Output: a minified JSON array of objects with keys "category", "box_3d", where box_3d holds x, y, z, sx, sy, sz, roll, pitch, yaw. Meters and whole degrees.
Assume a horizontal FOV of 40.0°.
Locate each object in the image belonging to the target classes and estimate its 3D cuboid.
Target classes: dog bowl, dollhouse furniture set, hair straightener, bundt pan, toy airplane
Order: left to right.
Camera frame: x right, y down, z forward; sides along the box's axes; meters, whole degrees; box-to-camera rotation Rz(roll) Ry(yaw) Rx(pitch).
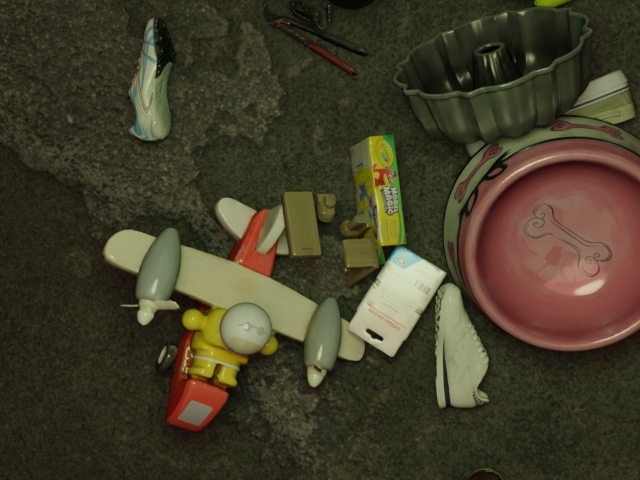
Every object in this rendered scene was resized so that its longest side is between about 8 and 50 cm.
[{"category":"toy airplane","box_3d":[-0.136,0.111,1.527,0.386,0.272,0.384,-21,103,-14]},{"category":"hair straightener","box_3d":[-0.008,-0.400,1.640,0.230,0.047,0.089,33,94,12]},{"category":"dollhouse furniture set","box_3d":[0.000,0.000,1.554,0.151,0.123,0.144,-2,73,-21]},{"category":"bundt pan","box_3d":[0.294,-0.266,1.470,0.331,0.330,0.124,-16,120,8]},{"category":"dog bowl","box_3d":[0.407,0.003,1.458,0.408,0.150,0.407,2,105,7]}]

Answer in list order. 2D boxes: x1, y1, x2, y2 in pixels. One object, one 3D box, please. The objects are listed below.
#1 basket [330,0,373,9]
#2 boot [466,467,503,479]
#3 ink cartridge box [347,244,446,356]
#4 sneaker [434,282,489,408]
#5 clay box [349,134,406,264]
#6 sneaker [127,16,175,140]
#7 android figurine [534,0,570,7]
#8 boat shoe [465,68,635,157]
[{"category":"basket","box_3d":[0.043,-0.494,1.535,0.154,0.227,0.204,-27,85,8]},{"category":"boot","box_3d":[0.235,0.506,1.500,0.090,0.207,0.248,28,93,8]},{"category":"ink cartridge box","box_3d":[0.138,0.108,1.592,0.104,0.060,0.180,32,91,8]},{"category":"sneaker","box_3d":[0.249,0.185,1.556,0.095,0.090,0.235,-2,108,9]},{"category":"clay box","box_3d":[0.103,-0.068,1.568,0.053,0.127,0.221,-7,89,-13]},{"category":"sneaker","box_3d":[-0.326,-0.306,1.665,0.086,0.085,0.237,1,86,16]},{"category":"android figurine","box_3d":[0.398,-0.508,1.484,0.273,0.248,0.056,-24,47,-13]},{"category":"boat shoe","box_3d":[0.406,-0.199,1.537,0.302,0.109,0.094,-24,90,6]}]
